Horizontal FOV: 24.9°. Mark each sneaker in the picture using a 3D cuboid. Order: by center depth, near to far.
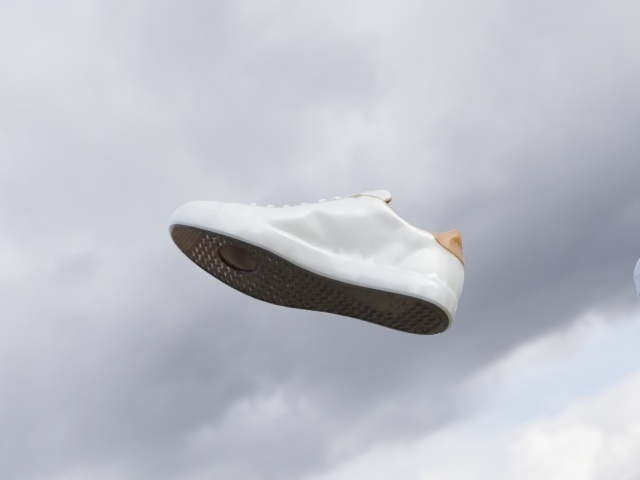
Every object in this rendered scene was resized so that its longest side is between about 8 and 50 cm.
[{"bbox_3d":[0.000,0.000,1.421,0.290,0.123,0.106,16,-31,4],"label":"sneaker"}]

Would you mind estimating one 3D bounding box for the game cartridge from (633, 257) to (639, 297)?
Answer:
[{"bbox_3d":[0.489,0.026,1.506,0.294,0.060,0.196,-18,-30,30],"label":"game cartridge"}]
